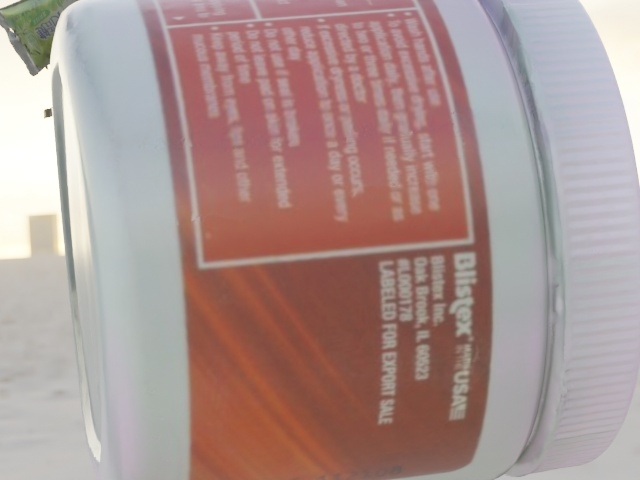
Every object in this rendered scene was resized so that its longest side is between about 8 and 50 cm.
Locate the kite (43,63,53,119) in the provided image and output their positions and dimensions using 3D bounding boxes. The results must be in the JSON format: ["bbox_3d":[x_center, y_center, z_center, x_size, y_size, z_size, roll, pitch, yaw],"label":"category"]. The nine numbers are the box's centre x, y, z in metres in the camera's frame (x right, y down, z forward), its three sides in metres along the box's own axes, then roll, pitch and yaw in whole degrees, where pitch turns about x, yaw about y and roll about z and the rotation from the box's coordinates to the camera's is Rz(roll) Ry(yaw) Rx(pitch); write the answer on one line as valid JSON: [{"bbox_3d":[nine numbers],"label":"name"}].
[{"bbox_3d":[-0.297,-0.210,1.932,0.015,0.169,0.310,-1,23,-2],"label":"kite"}]

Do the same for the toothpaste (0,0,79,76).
[{"bbox_3d":[-0.213,-0.228,1.573,0.248,0.078,0.047,-21,18,38],"label":"toothpaste"}]

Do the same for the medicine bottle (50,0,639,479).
[{"bbox_3d":[0.000,0.000,0.810,0.241,0.252,0.252,-6,-5,-10],"label":"medicine bottle"}]
